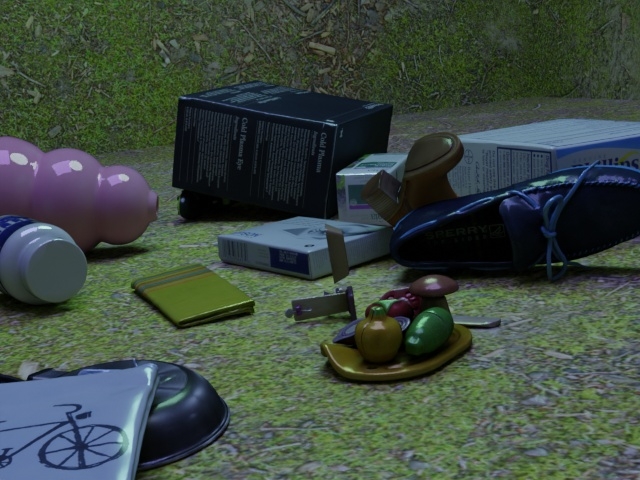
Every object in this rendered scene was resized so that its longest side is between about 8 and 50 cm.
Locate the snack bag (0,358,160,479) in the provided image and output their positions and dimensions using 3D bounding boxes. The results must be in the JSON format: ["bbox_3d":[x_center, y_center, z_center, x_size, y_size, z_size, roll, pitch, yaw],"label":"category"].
[{"bbox_3d":[-0.284,0.184,0.705,0.323,0.037,0.342,-7,19,-1],"label":"snack bag"}]

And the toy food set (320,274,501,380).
[{"bbox_3d":[0.087,0.076,1.049,0.128,0.071,0.218,3,14,33],"label":"toy food set"}]

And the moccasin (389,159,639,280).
[{"bbox_3d":[0.253,-0.003,1.294,0.342,0.138,0.117,-16,11,23],"label":"moccasin"}]

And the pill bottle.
[{"bbox_3d":[-0.391,0.028,1.389,0.112,0.112,0.186,-13,14,-35],"label":"pill bottle"}]

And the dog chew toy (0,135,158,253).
[{"bbox_3d":[-0.430,-0.061,1.659,0.331,0.207,0.206,3,11,-2],"label":"dog chew toy"}]

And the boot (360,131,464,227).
[{"bbox_3d":[0.169,-0.064,1.412,0.197,0.152,0.073,-29,33,51],"label":"boot"}]

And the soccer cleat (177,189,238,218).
[{"bbox_3d":[-0.213,-0.077,1.952,0.072,0.060,0.179,1,10,20],"label":"soccer cleat"}]

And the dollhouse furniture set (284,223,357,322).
[{"bbox_3d":[-0.007,0.037,1.186,0.081,0.114,0.091,-9,14,2],"label":"dollhouse furniture set"}]

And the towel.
[{"bbox_3d":[-0.169,0.071,1.323,0.102,0.021,0.237,-16,16,-21],"label":"towel"}]

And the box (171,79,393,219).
[{"bbox_3d":[-0.064,-0.183,1.965,0.312,0.179,0.343,12,17,19],"label":"box"}]

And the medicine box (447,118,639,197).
[{"bbox_3d":[0.368,-0.096,1.571,0.263,0.149,0.289,-11,13,-27],"label":"medicine box"}]

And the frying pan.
[{"bbox_3d":[-0.207,0.138,0.952,0.197,0.053,0.326,-10,16,-25],"label":"frying pan"}]

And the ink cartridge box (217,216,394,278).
[{"bbox_3d":[0.000,0.000,1.517,0.224,0.045,0.223,-14,15,-39],"label":"ink cartridge box"}]

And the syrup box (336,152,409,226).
[{"bbox_3d":[0.101,-0.091,1.793,0.093,0.096,0.237,-1,11,15],"label":"syrup box"}]
